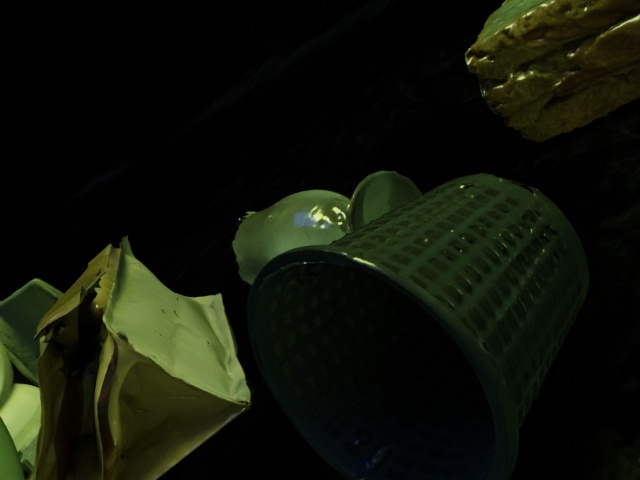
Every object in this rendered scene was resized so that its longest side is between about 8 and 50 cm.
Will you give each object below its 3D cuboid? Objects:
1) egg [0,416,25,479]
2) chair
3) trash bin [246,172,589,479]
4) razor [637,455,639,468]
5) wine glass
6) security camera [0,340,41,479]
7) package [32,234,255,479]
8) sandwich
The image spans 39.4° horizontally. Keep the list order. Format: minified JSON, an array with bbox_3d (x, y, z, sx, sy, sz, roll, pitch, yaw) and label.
[{"bbox_3d":[-0.337,0.219,0.707,0.203,0.203,0.283,-34,61,10],"label":"egg"},{"bbox_3d":[-0.424,0.172,1.148,0.186,0.160,0.319,-42,17,-34],"label":"chair"},{"bbox_3d":[0.070,0.044,0.531,0.175,0.175,0.161,-17,16,48],"label":"trash bin"},{"bbox_3d":[0.176,0.121,0.335,0.190,0.033,0.066,-134,55,-76],"label":"razor"},{"bbox_3d":[0.000,0.000,0.859,0.222,0.103,0.103,-13,30,53],"label":"wine glass"},{"bbox_3d":[-0.422,0.181,0.982,0.194,0.236,0.194,-34,15,10],"label":"security camera"},{"bbox_3d":[-0.213,0.107,0.883,0.221,0.165,0.311,-37,17,0],"label":"package"},{"bbox_3d":[0.302,-0.254,0.867,0.262,0.131,0.325,-26,20,35],"label":"sandwich"}]
